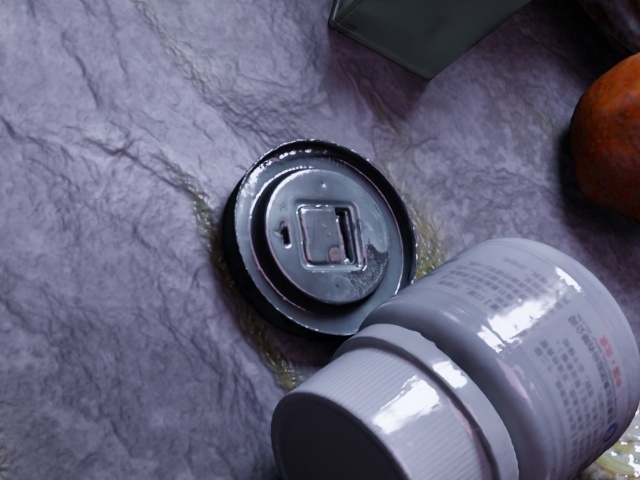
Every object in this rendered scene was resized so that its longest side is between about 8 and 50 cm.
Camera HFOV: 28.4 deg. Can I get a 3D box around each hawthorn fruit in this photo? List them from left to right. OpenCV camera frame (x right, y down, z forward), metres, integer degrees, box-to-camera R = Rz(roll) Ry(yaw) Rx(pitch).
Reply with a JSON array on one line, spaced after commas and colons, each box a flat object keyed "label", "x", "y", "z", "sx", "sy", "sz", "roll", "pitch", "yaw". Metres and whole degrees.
[{"label": "hawthorn fruit", "x": 0.420, "y": -0.133, "z": 1.474, "sx": 0.211, "sy": 0.262, "sz": 0.210, "roll": 13, "pitch": 62, "yaw": -26}]

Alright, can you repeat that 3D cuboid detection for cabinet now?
[{"label": "cabinet", "x": 0.132, "y": -0.309, "z": 1.409, "sx": 0.150, "sy": 0.206, "sz": 0.145, "roll": 27, "pitch": 61, "yaw": -19}]

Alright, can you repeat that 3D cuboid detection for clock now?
[{"label": "clock", "x": 0.000, "y": 0.000, "z": 1.314, "sx": 0.215, "sy": 0.042, "sz": 0.214, "roll": 11, "pitch": 67, "yaw": -26}]

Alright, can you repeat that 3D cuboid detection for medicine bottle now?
[{"label": "medicine bottle", "x": 0.129, "y": 0.158, "z": 1.204, "sx": 0.306, "sy": 0.245, "sz": 0.245, "roll": -30, "pitch": 88, "yaw": -34}]

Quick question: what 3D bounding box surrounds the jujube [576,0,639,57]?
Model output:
[{"label": "jujube", "x": 0.408, "y": -0.358, "z": 1.581, "sx": 0.246, "sy": 0.215, "sz": 0.308, "roll": -19, "pitch": 75, "yaw": -49}]

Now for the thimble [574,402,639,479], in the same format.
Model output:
[{"label": "thimble", "x": 0.332, "y": 0.234, "z": 1.358, "sx": 0.191, "sy": 0.137, "sz": 0.143, "roll": 29, "pitch": 58, "yaw": 7}]
